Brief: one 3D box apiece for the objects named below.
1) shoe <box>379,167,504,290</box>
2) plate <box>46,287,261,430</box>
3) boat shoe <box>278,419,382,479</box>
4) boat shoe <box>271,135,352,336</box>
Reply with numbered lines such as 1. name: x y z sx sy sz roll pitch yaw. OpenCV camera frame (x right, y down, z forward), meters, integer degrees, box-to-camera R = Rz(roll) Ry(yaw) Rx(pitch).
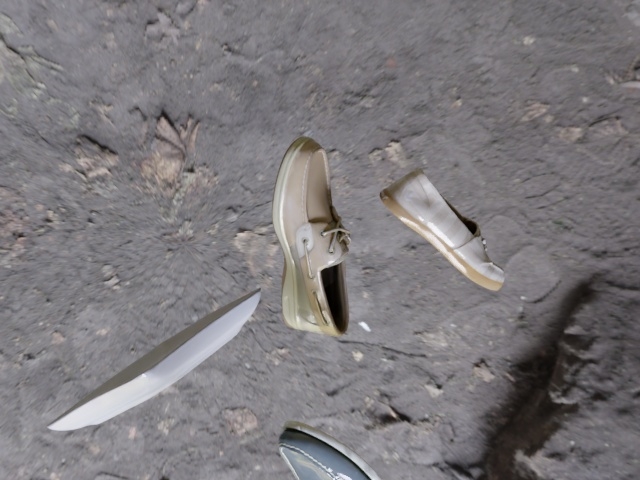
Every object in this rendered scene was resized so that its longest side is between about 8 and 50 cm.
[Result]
1. shoe: 0.162 -0.009 0.978 0.219 0.076 0.058 37 102 -32
2. plate: -0.241 0.189 1.234 0.045 0.278 0.277 57 38 -4
3. boat shoe: 0.036 0.367 1.071 0.099 0.116 0.319 -50 118 -31
4. boat shoe: 0.000 0.000 1.163 0.098 0.109 0.302 13 118 28
